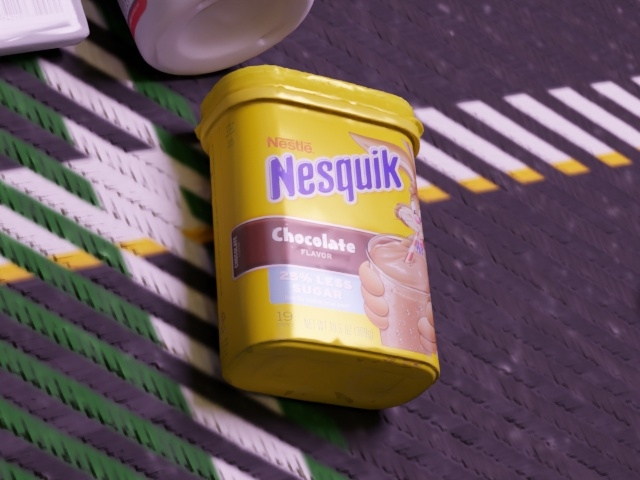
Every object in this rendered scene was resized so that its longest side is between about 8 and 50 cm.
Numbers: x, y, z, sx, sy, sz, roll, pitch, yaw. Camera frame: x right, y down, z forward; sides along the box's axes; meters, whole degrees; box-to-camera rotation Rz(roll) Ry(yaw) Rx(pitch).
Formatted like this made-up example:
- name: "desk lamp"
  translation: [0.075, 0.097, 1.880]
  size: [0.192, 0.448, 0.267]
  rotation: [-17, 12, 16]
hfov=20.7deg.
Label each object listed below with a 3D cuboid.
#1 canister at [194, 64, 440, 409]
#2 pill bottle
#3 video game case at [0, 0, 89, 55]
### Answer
- name: "canister"
  translation: [0.000, 0.000, 0.962]
  size: [0.126, 0.073, 0.169]
  rotation: [11, 57, -26]
- name: "pill bottle"
  translation: [-0.084, -0.197, 1.014]
  size: [0.108, 0.108, 0.180]
  rotation: [-9, 66, -36]
- name: "video game case"
  translation: [-0.232, -0.174, 0.929]
  size: [0.190, 0.022, 0.173]
  rotation: [-13, 83, -34]
